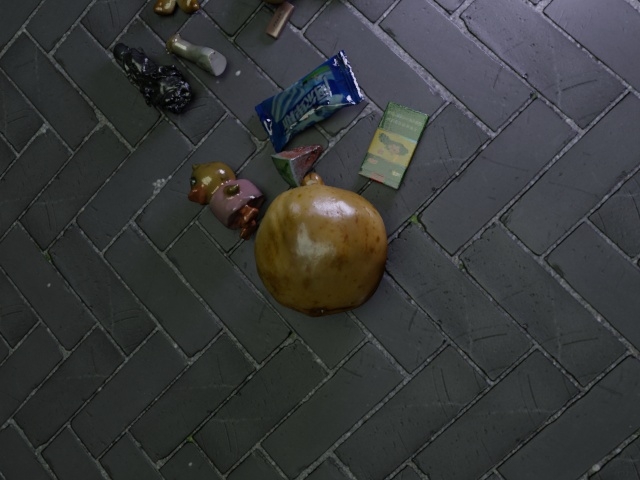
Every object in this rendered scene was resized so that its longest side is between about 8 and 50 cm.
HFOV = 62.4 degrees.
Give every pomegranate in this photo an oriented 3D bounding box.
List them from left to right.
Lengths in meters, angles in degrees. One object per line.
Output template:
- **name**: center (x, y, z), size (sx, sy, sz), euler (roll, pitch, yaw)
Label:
- **pomegranate**: center (0.000, 0.000, 1.457), size (0.410, 0.410, 0.410), euler (0, 88, 14)

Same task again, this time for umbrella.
- **umbrella**: center (-0.557, -0.557, 1.733), size (0.154, 0.128, 0.337), euler (-41, 76, 12)

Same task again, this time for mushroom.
- **mushroom**: center (-0.406, -0.607, 1.714), size (0.223, 0.092, 0.081), euler (30, 112, 21)

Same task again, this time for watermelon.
- **watermelon**: center (-0.080, -0.254, 1.611), size (0.098, 0.121, 0.158), euler (33, 92, 35)

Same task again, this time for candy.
- **candy**: center (-0.035, -0.420, 1.620), size (0.331, 0.077, 0.187), euler (-27, 79, 14)

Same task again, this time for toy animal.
- **toy animal**: center (-0.298, -0.147, 1.637), size (0.281, 0.195, 0.169), euler (34, 57, 9)

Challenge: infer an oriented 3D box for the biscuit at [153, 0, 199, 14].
- **biscuit**: center (-0.473, -0.857, 1.759), size (0.164, 0.047, 0.208), euler (2, 89, 15)

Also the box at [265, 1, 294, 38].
- **box**: center (-0.130, -0.701, 1.678), size (0.048, 0.025, 0.115), euler (33, 97, 15)

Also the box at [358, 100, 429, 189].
- **box**: center (0.217, -0.282, 1.571), size (0.132, 0.034, 0.235), euler (23, 94, 13)

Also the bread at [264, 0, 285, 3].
- **bread**: center (-0.126, -0.841, 1.641), size (0.147, 0.098, 0.217), euler (17, 92, 32)
